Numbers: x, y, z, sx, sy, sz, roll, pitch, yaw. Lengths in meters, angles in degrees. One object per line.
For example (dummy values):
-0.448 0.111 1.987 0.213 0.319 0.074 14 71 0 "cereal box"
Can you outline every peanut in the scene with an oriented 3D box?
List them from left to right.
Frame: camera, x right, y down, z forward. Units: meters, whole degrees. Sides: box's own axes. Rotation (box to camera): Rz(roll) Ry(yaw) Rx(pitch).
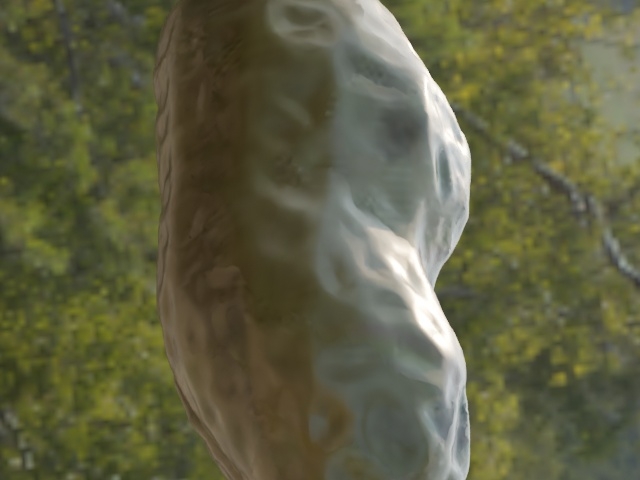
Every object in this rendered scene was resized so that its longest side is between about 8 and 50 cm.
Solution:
0.000 0.000 0.433 0.080 0.080 0.175 60 19 -54 "peanut"
